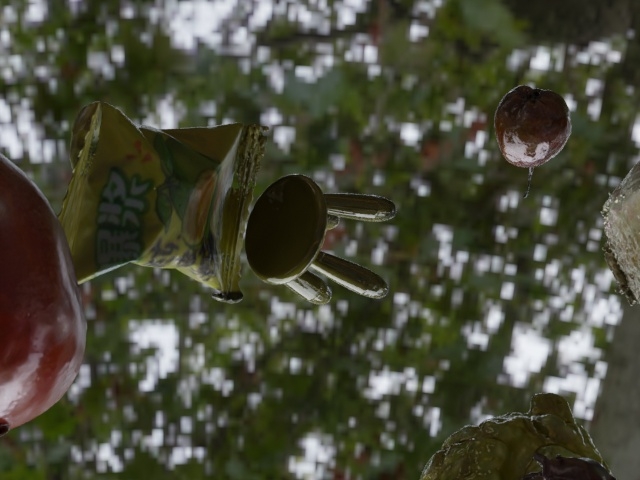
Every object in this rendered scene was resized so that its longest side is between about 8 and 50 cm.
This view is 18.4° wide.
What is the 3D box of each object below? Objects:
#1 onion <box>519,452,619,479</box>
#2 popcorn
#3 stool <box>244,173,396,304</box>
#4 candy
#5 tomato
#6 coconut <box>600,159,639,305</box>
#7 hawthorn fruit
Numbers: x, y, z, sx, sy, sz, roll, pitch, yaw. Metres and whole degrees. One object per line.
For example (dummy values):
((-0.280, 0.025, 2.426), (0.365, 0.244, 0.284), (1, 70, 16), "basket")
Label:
((0.167, 0.244, 1.171), (0.314, 0.232, 0.314), (4, 179, 0), "onion")
((0.163, 0.237, 1.652), (0.185, 0.187, 0.167), (-10, -153, 7), "popcorn")
((0.000, 0.000, 1.951), (0.110, 0.134, 0.135), (21, -156, -41), "stool")
((-0.150, -0.031, 1.843), (0.081, 0.187, 0.297), (12, -177, 31), "candy")
((-0.207, 0.020, 1.081), (0.187, 0.187, 0.151), (14, -143, 11), "tomato")
((0.328, -0.019, 1.565), (0.194, 0.194, 0.194), (2, -137, -2), "coconut")
((0.179, -0.080, 1.649), (0.067, 0.103, 0.067), (-7, -144, 5), "hawthorn fruit")
